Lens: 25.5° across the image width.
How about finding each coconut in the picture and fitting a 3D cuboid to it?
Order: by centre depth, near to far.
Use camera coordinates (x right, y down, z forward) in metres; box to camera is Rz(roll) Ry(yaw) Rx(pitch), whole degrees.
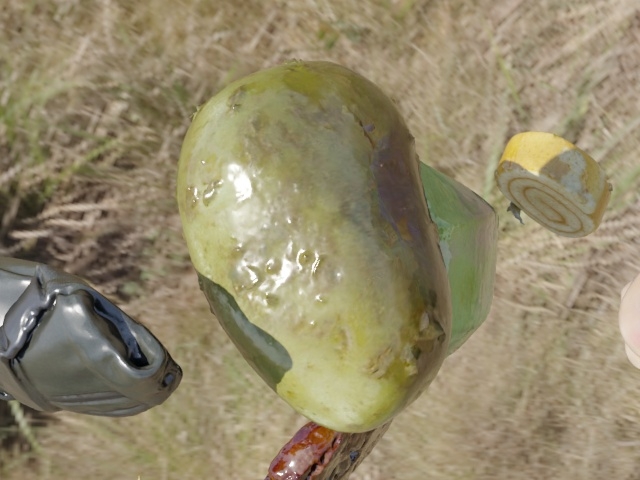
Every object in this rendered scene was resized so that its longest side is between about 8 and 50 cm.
[{"bbox_3d":[0.069,0.012,1.457,0.236,0.204,0.236,13,111,38],"label":"coconut"}]

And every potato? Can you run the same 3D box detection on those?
[{"bbox_3d":[0.000,0.000,1.124,0.173,0.210,0.307,-27,79,38],"label":"potato"}]

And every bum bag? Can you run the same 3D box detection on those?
[{"bbox_3d":[-0.234,0.066,1.040,0.326,0.142,0.080,7,45,40],"label":"bum bag"}]

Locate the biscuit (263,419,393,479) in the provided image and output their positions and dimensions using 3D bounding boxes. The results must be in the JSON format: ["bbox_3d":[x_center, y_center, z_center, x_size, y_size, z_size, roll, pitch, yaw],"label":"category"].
[{"bbox_3d":[0.003,0.205,1.307,0.192,0.192,0.049,-47,72,10],"label":"biscuit"}]

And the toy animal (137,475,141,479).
[{"bbox_3d":[-0.176,0.232,1.271,0.028,0.084,0.050,18,94,26],"label":"toy animal"}]

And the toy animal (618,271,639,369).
[{"bbox_3d":[0.320,0.058,1.088,0.171,0.198,0.171,-2,74,7],"label":"toy animal"}]

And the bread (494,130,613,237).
[{"bbox_3d":[0.277,-0.062,1.668,0.122,0.149,0.073,-17,42,61],"label":"bread"}]
